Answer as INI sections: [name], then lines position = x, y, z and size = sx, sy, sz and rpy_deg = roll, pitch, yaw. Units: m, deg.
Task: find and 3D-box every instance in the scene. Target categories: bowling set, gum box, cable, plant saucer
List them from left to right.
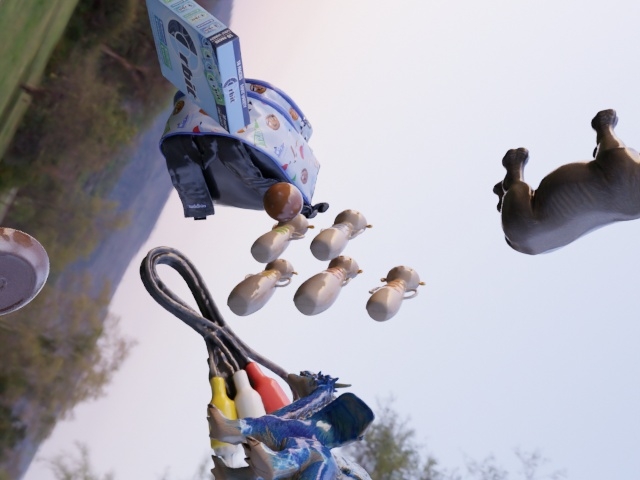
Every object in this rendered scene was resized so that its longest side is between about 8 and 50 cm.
[plant saucer]
position = -0.581, 0.068, 1.489
size = 0.198, 0.199, 0.036
rpy_deg = -57, -138, 22
[gum box]
position = -0.176, -0.262, 1.203
size = 0.041, 0.184, 0.157
rpy_deg = -34, 147, -23
[cable]
position = -0.106, 0.125, 0.990
size = 0.139, 0.287, 0.072
rpy_deg = -18, 171, -32
[bowling set]
position = 0.000, 0.000, 1.187
size = 0.154, 0.287, 0.199
rpy_deg = -41, 129, -57

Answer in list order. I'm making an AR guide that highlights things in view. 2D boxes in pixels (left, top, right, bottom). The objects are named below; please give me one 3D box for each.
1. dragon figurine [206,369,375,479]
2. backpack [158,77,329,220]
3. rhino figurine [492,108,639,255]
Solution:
[dragon figurine]
position = 0.001, 0.171, 0.666
size = 0.289, 0.144, 0.085
rpy_deg = 13, -70, 63
[backpack]
position = -0.140, -0.163, 1.453
size = 0.263, 0.277, 0.213
rpy_deg = 47, 46, -62
[rhino figurine]
position = 0.267, -0.059, 0.764
size = 0.243, 0.073, 0.106
rpy_deg = -24, -132, 29
